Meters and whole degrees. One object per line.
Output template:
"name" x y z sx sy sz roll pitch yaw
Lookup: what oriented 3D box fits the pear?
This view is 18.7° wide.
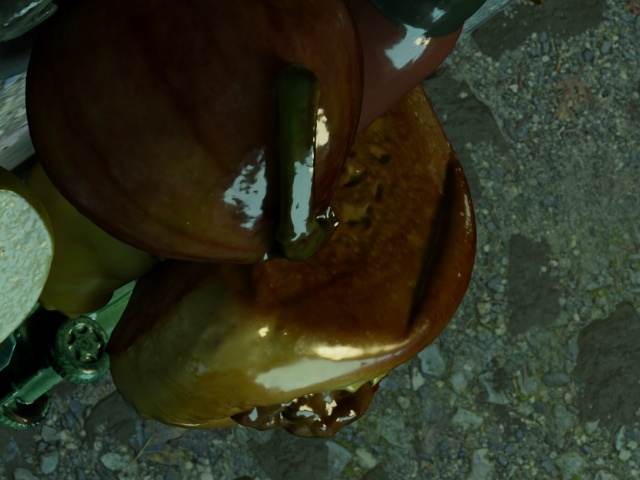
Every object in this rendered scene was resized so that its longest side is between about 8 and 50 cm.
"pear" -0.234 0.004 1.148 0.141 0.104 0.141 -36 144 -32

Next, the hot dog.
"hot dog" -0.001 0.000 1.580 0.185 0.223 0.405 -40 -156 48

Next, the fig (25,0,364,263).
"fig" -0.059 -0.071 1.074 0.205 0.205 0.205 -35 179 -1

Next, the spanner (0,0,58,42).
"spanner" -0.222 -0.064 0.923 0.254 0.015 0.054 -35 180 -29

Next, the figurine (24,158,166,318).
"figurine" -0.148 -0.047 1.508 0.156 0.131 0.246 25 -110 45

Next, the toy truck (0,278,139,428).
"toy truck" -0.235 0.057 1.902 0.279 0.156 0.155 -33 178 -44

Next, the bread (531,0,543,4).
"bread" 0.196 -0.279 1.424 0.236 0.120 0.198 -43 176 -47

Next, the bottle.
"bottle" -0.002 -0.134 1.310 0.336 0.144 0.144 -37 178 41
